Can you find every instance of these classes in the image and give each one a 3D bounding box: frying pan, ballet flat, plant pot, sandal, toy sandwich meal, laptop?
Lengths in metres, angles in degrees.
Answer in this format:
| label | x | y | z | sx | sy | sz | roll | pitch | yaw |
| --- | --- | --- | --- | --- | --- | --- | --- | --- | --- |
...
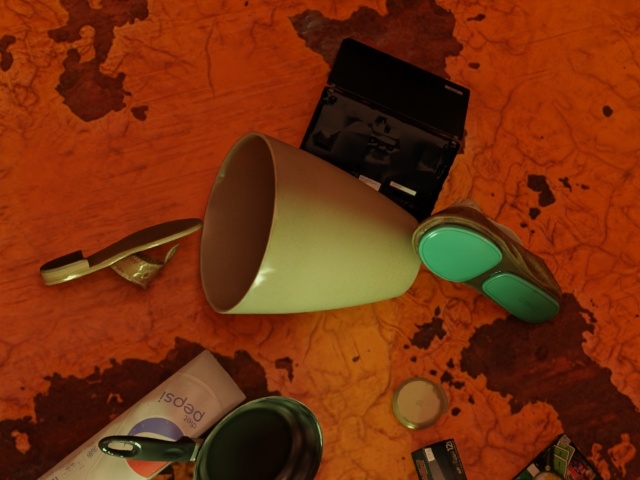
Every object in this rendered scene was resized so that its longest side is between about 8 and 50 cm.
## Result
| label | x | y | z | sx | sy | sz | roll | pitch | yaw |
| --- | --- | --- | --- | --- | --- | --- | --- | --- | --- |
| frying pan | -0.143 | 0.306 | 1.394 | 0.326 | 0.053 | 0.197 | -8 | 112 | -28 |
| ballet flat | 0.243 | 0.011 | 1.551 | 0.342 | 0.116 | 0.124 | 28 | 42 | -38 |
| plant pot | 0.000 | 0.000 | 1.506 | 0.274 | 0.256 | 0.257 | 12 | 68 | -27 |
| sandal | -0.278 | 0.039 | 1.516 | 0.240 | 0.088 | 0.079 | -18 | 107 | -10 |
| toy sandwich meal | 0.146 | 0.240 | 1.552 | 0.085 | 0.029 | 0.086 | 1 | 81 | -6 |
| laptop | 0.098 | -0.169 | 1.689 | 0.234 | 0.136 | 0.264 | 22 | 94 | -3 |

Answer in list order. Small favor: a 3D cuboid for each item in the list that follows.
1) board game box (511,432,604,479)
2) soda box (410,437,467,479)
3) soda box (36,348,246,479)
| label | x | y | z | sx | sy | sz | roll | pitch | yaw |
| --- | --- | --- | --- | --- | --- | --- | --- | --- | --- |
| board game box | 0.397 | 0.428 | 1.542 | 0.136 | 0.030 | 0.260 | -38 | 83 | -19 |
| soda box | 0.186 | 0.374 | 1.496 | 0.053 | 0.060 | 0.169 | -12 | 74 | -17 |
| soda box | -0.241 | 0.274 | 1.418 | 0.286 | 0.098 | 0.091 | -37 | 83 | -21 |
